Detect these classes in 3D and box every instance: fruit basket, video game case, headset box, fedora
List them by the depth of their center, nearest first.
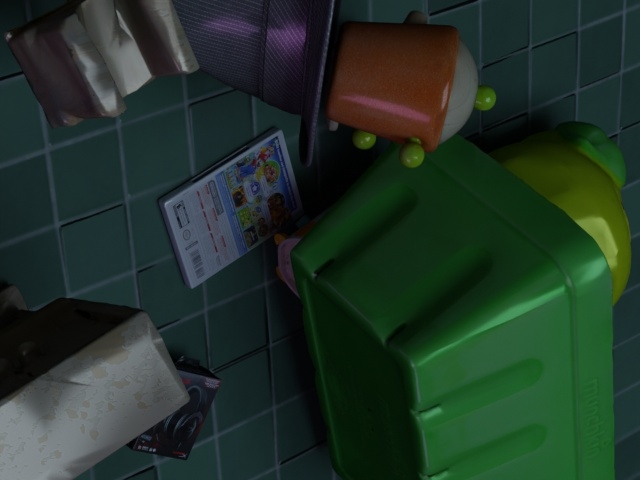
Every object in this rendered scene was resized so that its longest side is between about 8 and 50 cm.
[{"bbox_3d":[-0.044,-0.194,1.219,0.243,0.124,0.275,98,2,-52],"label":"fedora"},{"bbox_3d":[-0.070,-0.027,1.413,0.122,0.011,0.087,-34,129,-25],"label":"video game case"},{"bbox_3d":[-0.123,0.133,1.428,0.062,0.032,0.083,20,98,-45],"label":"headset box"},{"bbox_3d":[0.172,0.053,1.493,0.392,0.283,0.392,-24,135,-26],"label":"fruit basket"}]

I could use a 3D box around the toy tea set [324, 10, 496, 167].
[{"bbox_3d":[0.088,-0.217,1.326,0.124,0.200,0.336,11,104,-1],"label":"toy tea set"}]

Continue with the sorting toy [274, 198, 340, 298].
[{"bbox_3d":[0.000,0.000,1.470,0.075,0.045,0.083,-46,152,-34],"label":"sorting toy"}]

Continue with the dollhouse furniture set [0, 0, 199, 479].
[{"bbox_3d":[-0.280,-0.038,1.125,0.362,0.256,0.394,-33,108,-27],"label":"dollhouse furniture set"}]
